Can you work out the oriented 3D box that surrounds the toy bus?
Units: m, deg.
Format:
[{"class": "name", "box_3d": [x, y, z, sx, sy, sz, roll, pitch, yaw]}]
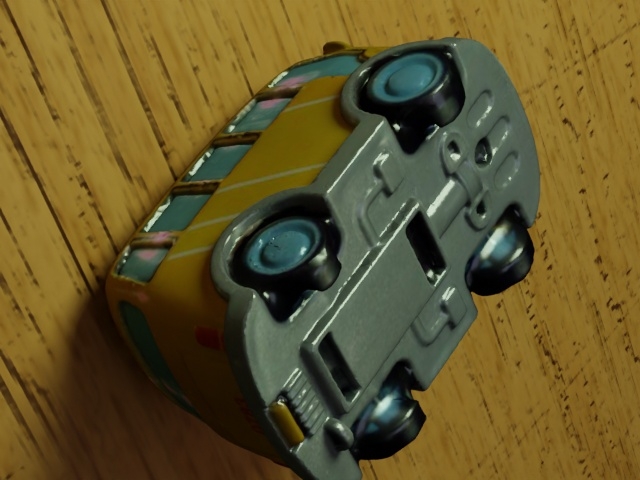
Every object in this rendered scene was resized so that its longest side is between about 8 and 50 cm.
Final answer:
[{"class": "toy bus", "box_3d": [0.000, 0.000, 0.823, 0.209, 0.136, 0.126, -52, 133, -28]}]
